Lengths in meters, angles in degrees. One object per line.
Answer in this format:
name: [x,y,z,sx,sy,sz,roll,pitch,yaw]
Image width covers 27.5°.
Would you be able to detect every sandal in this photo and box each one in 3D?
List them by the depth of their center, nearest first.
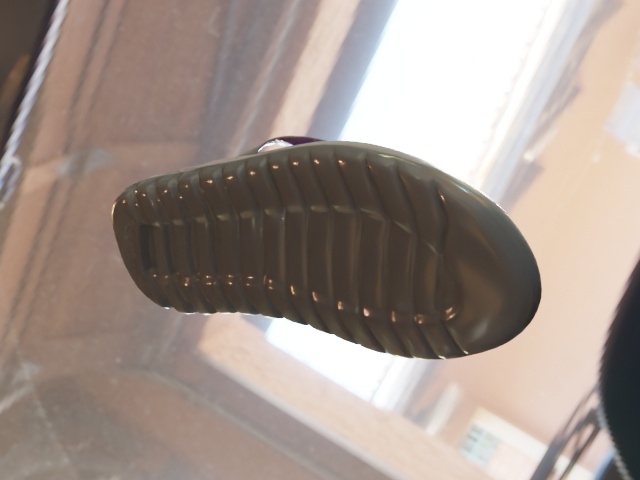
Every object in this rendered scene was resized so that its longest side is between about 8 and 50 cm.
sandal: [-0.003,-0.014,1.032,0.102,0.416,0.169,-37,-58,-43]
